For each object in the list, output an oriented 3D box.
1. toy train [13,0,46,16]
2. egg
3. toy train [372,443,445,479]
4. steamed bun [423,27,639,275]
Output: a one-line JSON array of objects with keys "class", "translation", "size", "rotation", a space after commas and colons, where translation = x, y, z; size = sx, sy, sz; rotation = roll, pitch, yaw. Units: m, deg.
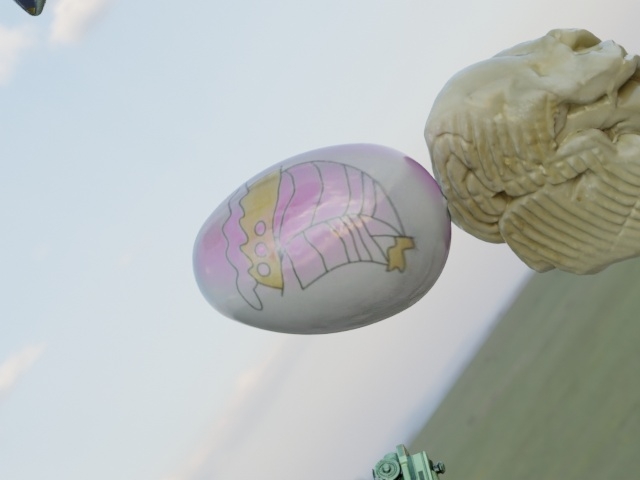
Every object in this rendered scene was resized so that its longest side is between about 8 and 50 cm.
[{"class": "toy train", "translation": [-0.282, -0.300, 1.603], "size": [0.048, 0.055, 0.252], "rotation": [-83, -13, -51]}, {"class": "egg", "translation": [0.000, 0.000, 1.855], "size": [0.196, 0.271, 0.196], "rotation": [-5, -90, -88]}, {"class": "toy train", "translation": [0.068, 0.181, 1.270], "size": [0.053, 0.083, 0.033], "rotation": [-20, -45, 7]}, {"class": "steamed bun", "translation": [0.276, -0.112, 1.987], "size": [0.203, 0.289, 0.276], "rotation": [-78, -21, -49]}]
